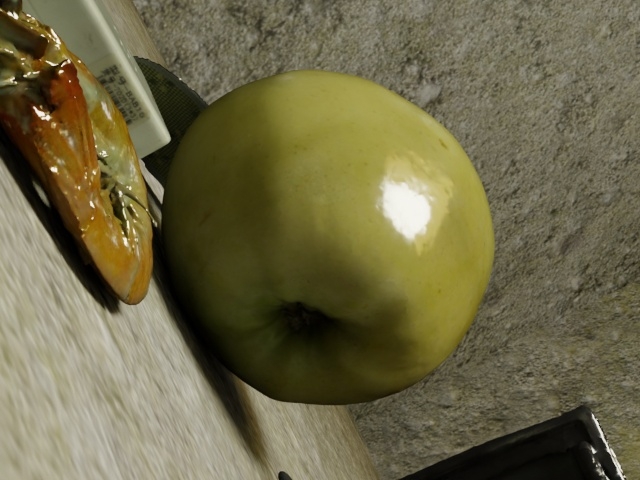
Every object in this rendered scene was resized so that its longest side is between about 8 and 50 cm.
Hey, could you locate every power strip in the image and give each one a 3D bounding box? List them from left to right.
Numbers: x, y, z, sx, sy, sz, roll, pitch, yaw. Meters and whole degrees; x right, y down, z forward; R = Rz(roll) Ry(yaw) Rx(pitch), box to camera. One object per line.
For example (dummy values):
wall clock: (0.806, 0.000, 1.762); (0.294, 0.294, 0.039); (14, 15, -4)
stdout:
power strip: (-0.184, -0.178, 0.725); (0.338, 0.058, 0.098); (63, 0, -42)

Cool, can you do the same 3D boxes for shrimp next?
shrimp: (-0.122, -0.044, 0.588); (0.217, 0.051, 0.115); (69, -2, -55)

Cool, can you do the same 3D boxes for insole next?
insole: (-0.117, -0.061, 1.065); (0.322, 0.109, 0.007); (72, 29, -57)

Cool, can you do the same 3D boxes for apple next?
apple: (0.000, 0.000, 0.928); (0.262, 0.262, 0.262); (63, -1, 1)

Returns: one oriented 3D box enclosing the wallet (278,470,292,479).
wallet: (0.058, 0.333, 0.800); (0.247, 0.041, 0.323); (62, 3, -47)

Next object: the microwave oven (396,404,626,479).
microwave oven: (0.139, 0.253, 0.731); (0.188, 0.178, 0.247); (53, 14, -58)
